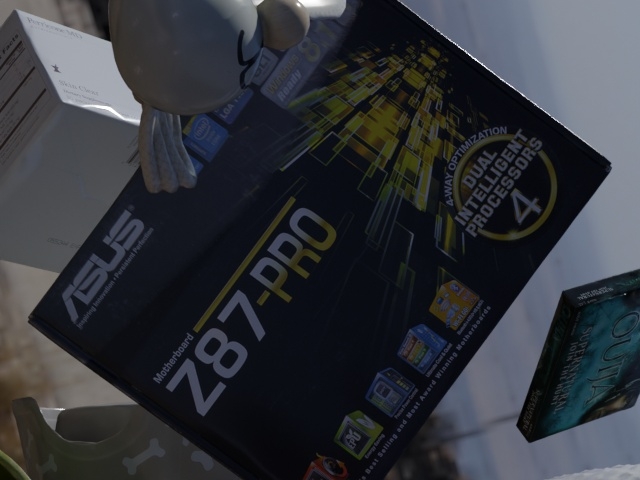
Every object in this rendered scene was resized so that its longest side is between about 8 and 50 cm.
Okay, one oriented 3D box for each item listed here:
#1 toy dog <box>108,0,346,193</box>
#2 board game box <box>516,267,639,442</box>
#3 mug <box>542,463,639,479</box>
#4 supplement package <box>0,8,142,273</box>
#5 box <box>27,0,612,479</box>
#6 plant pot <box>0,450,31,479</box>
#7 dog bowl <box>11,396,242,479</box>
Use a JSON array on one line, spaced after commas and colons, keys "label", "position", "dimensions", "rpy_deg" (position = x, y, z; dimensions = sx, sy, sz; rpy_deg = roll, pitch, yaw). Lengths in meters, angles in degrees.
[{"label": "toy dog", "position": [-0.034, -0.201, 1.029], "dimensions": [0.220, 0.161, 0.333], "rpy_deg": [84, -1, -69]}, {"label": "board game box", "position": [0.255, 0.101, 1.782], "dimensions": [0.026, 0.126, 0.186], "rpy_deg": [55, -31, 35]}, {"label": "mug", "position": [0.271, 0.357, 1.815], "dimensions": [0.374, 0.328, 0.276], "rpy_deg": [-19, 89, -55]}, {"label": "supplement package", "position": [-0.241, -0.085, 1.994], "dimensions": [0.262, 0.204, 0.145], "rpy_deg": [15, 34, -45]}, {"label": "box", "position": [0.000, 0.000, 1.629], "dimensions": [0.318, 0.395, 0.097], "rpy_deg": [38, -1, -4]}, {"label": "plant pot", "position": [-0.375, 0.422, 1.894], "dimensions": [0.353, 0.367, 0.366], "rpy_deg": [70, 9, -52]}, {"label": "dog bowl", "position": [-0.148, 0.213, 2.043], "dimensions": [0.349, 0.349, 0.102], "rpy_deg": [37, 51, -76]}]
